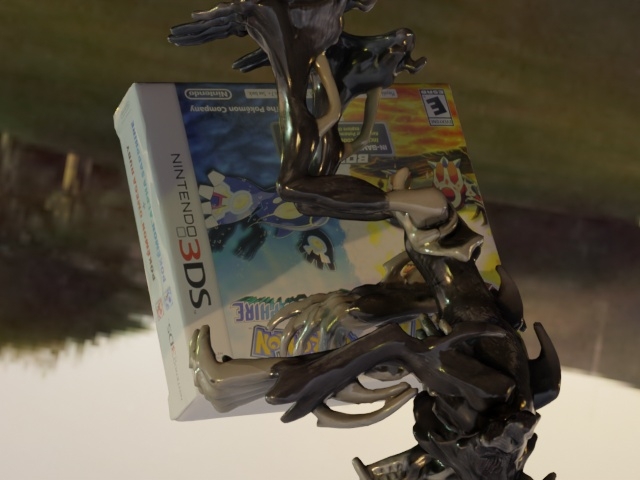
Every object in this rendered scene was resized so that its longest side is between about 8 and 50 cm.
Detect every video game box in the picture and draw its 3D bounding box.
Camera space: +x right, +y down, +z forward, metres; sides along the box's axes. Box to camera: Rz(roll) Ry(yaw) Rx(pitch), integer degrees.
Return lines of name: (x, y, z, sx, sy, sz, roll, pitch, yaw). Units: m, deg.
video game box: (0.000, 0.000, 0.860, 0.205, 0.187, 0.048, -3, 158, -26)

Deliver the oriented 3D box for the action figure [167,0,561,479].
action figure: (0.021, 0.028, 0.689, 0.141, 0.275, 0.164, -22, 171, 12)
